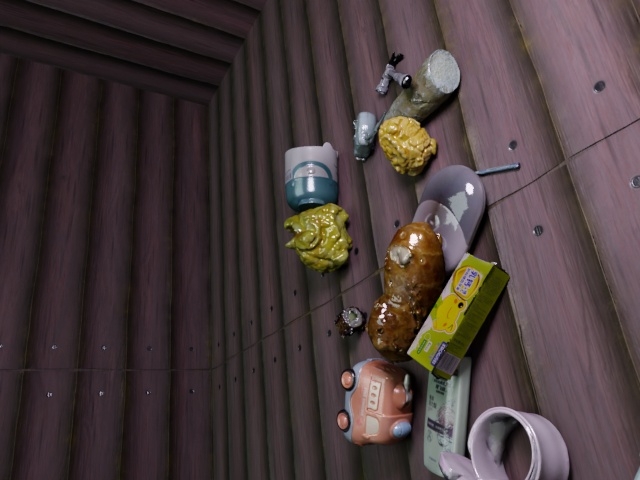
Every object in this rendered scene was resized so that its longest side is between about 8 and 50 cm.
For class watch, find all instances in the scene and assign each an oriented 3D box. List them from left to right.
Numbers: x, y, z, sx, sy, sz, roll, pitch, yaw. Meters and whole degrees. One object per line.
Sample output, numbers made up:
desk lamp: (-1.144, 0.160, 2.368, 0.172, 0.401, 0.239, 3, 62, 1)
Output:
watch: (0.411, 0.491, 1.174, 0.244, 0.196, 0.231, 26, 99, 63)

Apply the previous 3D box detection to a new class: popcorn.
popcorn: (0.000, 0.000, 1.967, 0.242, 0.235, 0.250, -23, 75, 37)
popcorn: (0.271, -0.294, 1.615, 0.163, 0.140, 0.194, 4, 127, 48)

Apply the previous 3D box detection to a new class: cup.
cup: (-0.036, -0.235, 2.121, 0.289, 0.220, 0.257, 92, 177, -75)

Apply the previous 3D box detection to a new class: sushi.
sushi: (0.106, 0.295, 1.837, 0.084, 0.094, 0.098, -50, 58, 48)

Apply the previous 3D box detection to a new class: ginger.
ginger: (0.233, 0.157, 1.415, 0.176, 0.254, 0.418, 22, 122, 32)

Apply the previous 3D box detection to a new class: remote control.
remote control: (0.356, -0.054, 1.475, 0.221, 0.104, 0.331, 37, 114, 49)

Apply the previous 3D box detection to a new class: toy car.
toy car: (0.187, 0.505, 1.574, 0.213, 0.181, 0.270, 3, 85, 51)

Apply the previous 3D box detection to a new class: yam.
yam: (0.305, -0.442, 1.632, 0.330, 0.133, 0.133, -44, 47, 53)

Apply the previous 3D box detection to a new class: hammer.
hammer: (0.249, -0.531, 1.694, 0.427, 0.044, 0.152, -91, 23, -66)

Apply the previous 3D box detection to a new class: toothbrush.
toothbrush: (0.457, -0.188, 1.419, 0.220, 0.016, 0.019, -7, 79, 59)

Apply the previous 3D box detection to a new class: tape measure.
tape measure: (0.163, -0.410, 1.804, 0.330, 0.084, 0.163, 100, 170, -75)

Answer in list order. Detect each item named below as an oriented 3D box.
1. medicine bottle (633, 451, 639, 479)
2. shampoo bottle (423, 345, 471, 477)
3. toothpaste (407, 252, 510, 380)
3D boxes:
medicine bottle: (0.643, 0.303, 0.834, 0.158, 0.158, 0.317, 37, 115, 57)
shampoo bottle: (0.342, 0.444, 1.403, 0.134, 0.078, 0.359, -3, 81, 61)
toothpaste: (0.357, 0.197, 1.341, 0.327, 0.077, 0.110, -60, 31, 0)
